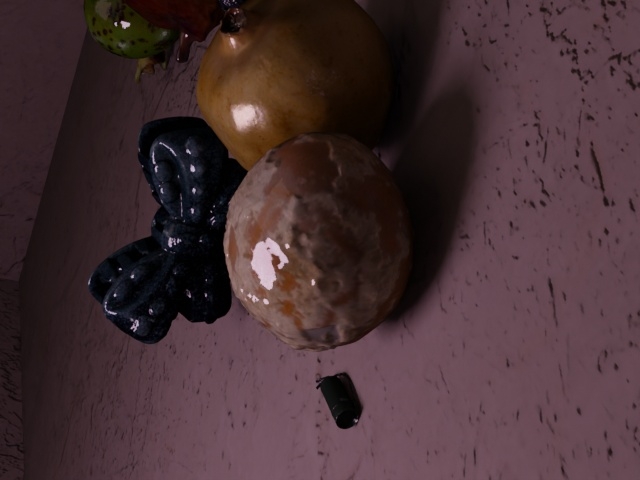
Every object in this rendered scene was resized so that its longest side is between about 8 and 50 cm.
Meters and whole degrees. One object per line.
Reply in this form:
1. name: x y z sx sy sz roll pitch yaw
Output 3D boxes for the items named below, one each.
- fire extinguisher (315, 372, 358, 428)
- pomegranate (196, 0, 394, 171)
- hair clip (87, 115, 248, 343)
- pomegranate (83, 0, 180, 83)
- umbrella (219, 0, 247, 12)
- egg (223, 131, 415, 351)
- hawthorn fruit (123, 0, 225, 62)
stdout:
1. fire extinguisher: 0.019 0.167 1.147 0.038 0.025 0.083 -36 32 3
2. pomegranate: -0.023 -0.171 1.169 0.233 0.233 0.233 -169 90 -67
3. hair clip: -0.179 -0.008 1.463 0.194 0.206 0.310 37 109 59
4. pomegranate: -0.355 -0.435 2.107 0.211 0.211 0.263 -111 4 -52
5. umbrella: -0.102 -0.332 1.469 0.248 0.071 0.070 38 -120 -78
6. egg: 0.000 0.000 1.058 0.195 0.195 0.233 -120 34 -57
7. hawthorn fruit: -0.224 -0.488 1.666 0.324 0.308 0.308 -102 32 -43
